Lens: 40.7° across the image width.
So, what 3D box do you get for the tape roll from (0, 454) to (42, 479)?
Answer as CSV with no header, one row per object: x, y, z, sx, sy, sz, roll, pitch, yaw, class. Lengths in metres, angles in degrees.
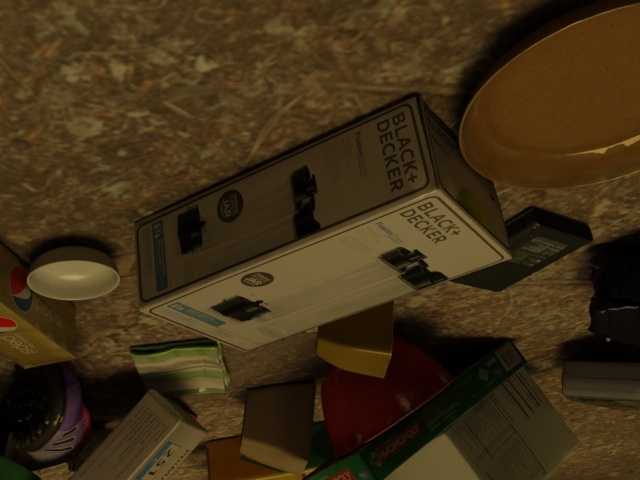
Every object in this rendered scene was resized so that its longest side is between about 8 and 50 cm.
-0.512,0.300,1.080,0.321,0.077,0.321,10,150,6,tape roll

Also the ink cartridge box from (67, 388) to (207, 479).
-0.272,0.347,1.149,0.296,0.066,0.261,-48,163,-10,ink cartridge box

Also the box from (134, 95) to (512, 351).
0.000,0.000,0.758,0.289,0.087,0.169,-22,150,23,box

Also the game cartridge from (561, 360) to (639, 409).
0.478,0.223,1.293,0.196,0.060,0.294,1,167,35,game cartridge

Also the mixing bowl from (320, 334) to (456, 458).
0.068,0.182,1.081,0.181,0.098,0.181,-33,170,-7,mixing bowl

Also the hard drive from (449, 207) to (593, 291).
0.206,0.014,0.915,0.094,0.022,0.135,13,145,-36,hard drive

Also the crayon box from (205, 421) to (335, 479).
-0.070,0.393,1.492,0.318,0.081,0.202,-10,152,1,crayon box

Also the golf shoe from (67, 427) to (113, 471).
-0.331,0.331,1.320,0.086,0.069,0.176,-14,154,-3,golf shoe

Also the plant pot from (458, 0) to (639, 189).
0.221,-0.114,0.667,0.236,0.032,0.236,-6,153,-3,plant pot

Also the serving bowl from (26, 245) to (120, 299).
-0.230,0.027,0.805,0.083,0.027,0.083,-7,152,-4,serving bowl

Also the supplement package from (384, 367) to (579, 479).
0.230,0.321,1.278,0.203,0.149,0.194,-30,170,-40,supplement package

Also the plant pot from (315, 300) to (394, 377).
0.037,0.103,0.980,0.083,0.081,0.081,5,152,0,plant pot

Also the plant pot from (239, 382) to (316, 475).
-0.064,0.266,1.237,0.096,0.109,0.109,8,151,-6,plant pot

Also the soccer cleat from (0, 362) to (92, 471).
-0.328,0.218,1.064,0.116,0.109,0.318,5,154,-28,soccer cleat

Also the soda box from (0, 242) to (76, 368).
-0.296,0.063,0.819,0.058,0.061,0.181,-12,152,5,soda box

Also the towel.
-0.175,0.165,1.092,0.113,0.023,0.152,-7,152,-5,towel

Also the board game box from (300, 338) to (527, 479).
0.114,0.254,1.160,0.317,0.046,0.213,-26,169,-40,board game box

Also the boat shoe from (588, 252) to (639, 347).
0.410,0.087,1.039,0.158,0.127,0.340,-1,157,22,boat shoe
